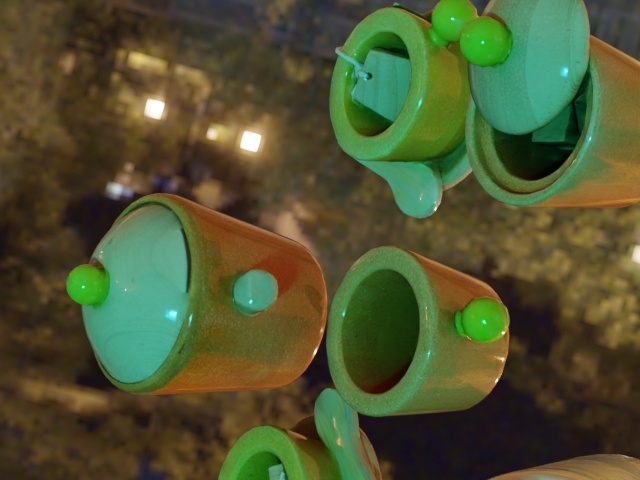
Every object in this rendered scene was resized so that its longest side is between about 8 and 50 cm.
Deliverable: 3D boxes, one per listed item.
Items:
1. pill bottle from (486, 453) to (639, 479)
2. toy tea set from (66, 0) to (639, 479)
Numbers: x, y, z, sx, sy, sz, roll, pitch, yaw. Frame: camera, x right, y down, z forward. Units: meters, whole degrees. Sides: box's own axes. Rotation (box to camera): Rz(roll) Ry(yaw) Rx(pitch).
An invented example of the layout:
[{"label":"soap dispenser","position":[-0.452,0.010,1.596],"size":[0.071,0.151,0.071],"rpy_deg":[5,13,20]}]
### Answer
[{"label":"pill bottle","position":[0.118,0.172,0.954],"size":[0.124,0.124,0.221],"rpy_deg":[17,-175,23]},{"label":"toy tea set","position":[0.000,0.000,0.840],"size":[0.124,0.336,0.200],"rpy_deg":[11,-141,-37]}]
